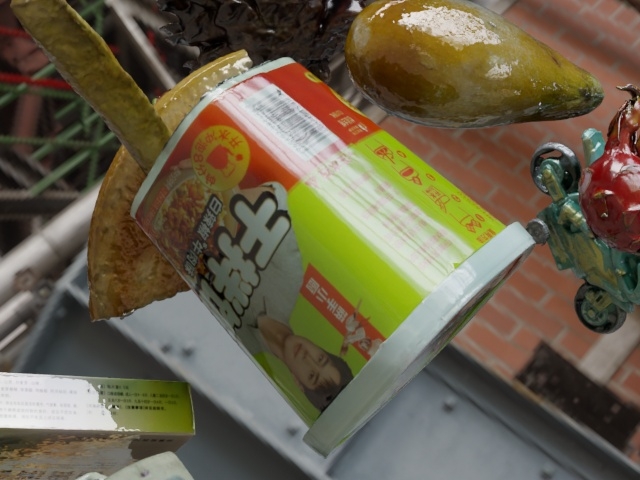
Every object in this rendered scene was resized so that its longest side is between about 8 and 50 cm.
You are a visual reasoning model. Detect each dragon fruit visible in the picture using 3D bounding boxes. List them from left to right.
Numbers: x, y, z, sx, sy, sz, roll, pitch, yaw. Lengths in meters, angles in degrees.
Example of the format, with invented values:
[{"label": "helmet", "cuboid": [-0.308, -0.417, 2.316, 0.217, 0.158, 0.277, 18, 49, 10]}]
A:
[{"label": "dragon fruit", "cuboid": [0.324, -0.076, 1.387, 0.094, 0.094, 0.191, -18, -109, 56]}]

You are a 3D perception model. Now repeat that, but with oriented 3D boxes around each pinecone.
[{"label": "pinecone", "cuboid": [-0.073, -0.333, 1.666, 0.298, 0.242, 0.296, -27, -64, 18]}]

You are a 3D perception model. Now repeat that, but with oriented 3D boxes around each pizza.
[{"label": "pizza", "cuboid": [-0.161, -0.055, 1.491, 0.182, 0.365, 0.074, 19, 12, -29]}]

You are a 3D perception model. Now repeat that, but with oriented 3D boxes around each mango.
[{"label": "mango", "cuboid": [0.174, -0.196, 1.438, 0.193, 0.316, 0.146, -133, -127, -61]}]

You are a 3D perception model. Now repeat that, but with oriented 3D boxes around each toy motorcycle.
[{"label": "toy motorcycle", "cuboid": [0.404, -0.011, 1.828, 0.198, 0.109, 0.297, -20, -86, 45]}]

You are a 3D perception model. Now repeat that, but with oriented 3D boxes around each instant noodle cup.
[{"label": "instant noodle cup", "cuboid": [0.000, 0.000, 1.236, 0.308, 0.294, 0.294, 45, -31, 10]}]

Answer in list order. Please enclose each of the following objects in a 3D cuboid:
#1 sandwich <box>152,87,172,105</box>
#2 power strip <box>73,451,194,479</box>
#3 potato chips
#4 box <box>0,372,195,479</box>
[{"label": "sandwich", "cuboid": [-0.222, -0.208, 2.037, 0.135, 0.067, 0.029, 9, -13, 43]}, {"label": "power strip", "cuboid": [-0.051, 0.233, 0.720, 0.052, 0.078, 0.272, -46, -107, 30]}, {"label": "potato chips", "cuboid": [-0.199, -0.125, 1.351, 0.407, 0.057, 0.080, 55, -3, -40]}, {"label": "box", "cuboid": [-0.278, 0.194, 1.277, 0.175, 0.260, 0.062, -46, -134, 50]}]
